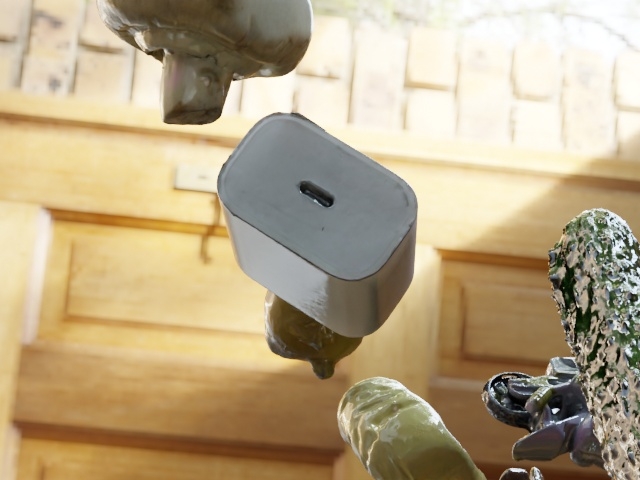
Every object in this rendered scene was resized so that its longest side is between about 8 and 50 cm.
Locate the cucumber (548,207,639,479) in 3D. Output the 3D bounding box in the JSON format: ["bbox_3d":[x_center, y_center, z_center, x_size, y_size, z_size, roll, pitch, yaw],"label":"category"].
[{"bbox_3d":[0.245,0.087,1.232,0.359,0.096,0.096,-100,-164,-56],"label":"cucumber"}]

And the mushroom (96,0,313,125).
[{"bbox_3d":[-0.144,-0.246,1.824,0.254,0.260,0.234,107,-3,-81],"label":"mushroom"}]

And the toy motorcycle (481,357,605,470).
[{"bbox_3d":[0.264,0.164,1.364,0.152,0.225,0.073,-117,-150,-51],"label":"toy motorcycle"}]

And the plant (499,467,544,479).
[{"bbox_3d":[0.315,0.439,2.216,0.234,0.204,0.178,41,-27,35],"label":"plant"}]

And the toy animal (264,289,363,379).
[{"bbox_3d":[-0.012,0.045,2.043,0.195,0.169,0.281,36,36,-74],"label":"toy animal"}]

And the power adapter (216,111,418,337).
[{"bbox_3d":[0.000,0.000,1.550,0.124,0.187,0.255,-53,167,-16],"label":"power adapter"}]

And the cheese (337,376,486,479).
[{"bbox_3d":[0.115,0.285,1.996,0.214,0.117,0.226,40,-15,54],"label":"cheese"}]
